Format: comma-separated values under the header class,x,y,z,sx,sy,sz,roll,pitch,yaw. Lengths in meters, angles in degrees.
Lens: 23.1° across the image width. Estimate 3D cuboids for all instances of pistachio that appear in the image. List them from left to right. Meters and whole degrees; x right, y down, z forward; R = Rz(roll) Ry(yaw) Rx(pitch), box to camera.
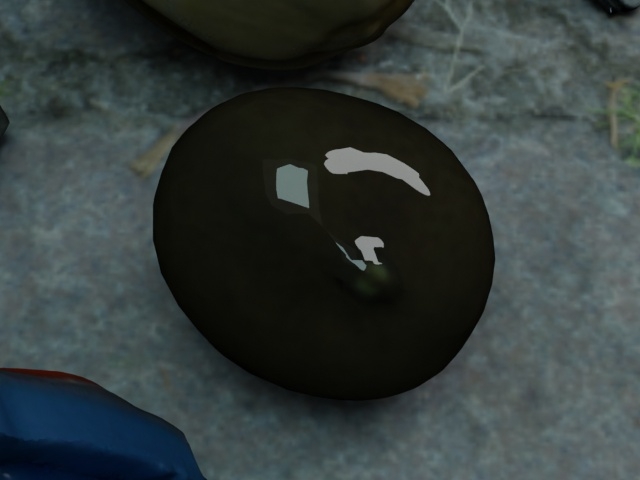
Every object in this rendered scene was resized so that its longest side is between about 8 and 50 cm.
class,x,y,z,sx,sy,sz,roll,pitch,yaw
pistachio,-0.054,-0.183,0.954,0.238,0.138,0.153,5,75,4

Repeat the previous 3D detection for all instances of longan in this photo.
class,x,y,z,sx,sy,sz,roll,pitch,yaw
longan,0.000,0.000,0.847,0.189,0.189,0.189,-1,63,1

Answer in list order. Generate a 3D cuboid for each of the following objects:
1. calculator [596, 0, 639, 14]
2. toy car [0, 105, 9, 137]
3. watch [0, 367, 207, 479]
class,x,y,z,sx,sy,sz,roll,pitch,yaw
calculator,0.218,-0.285,1.025,0.161,0.021,0.261,44,70,-12
toy car,-0.276,-0.071,0.928,0.161,0.098,0.126,30,66,14
watch,-0.184,0.223,0.708,0.305,0.241,0.274,-31,62,21
